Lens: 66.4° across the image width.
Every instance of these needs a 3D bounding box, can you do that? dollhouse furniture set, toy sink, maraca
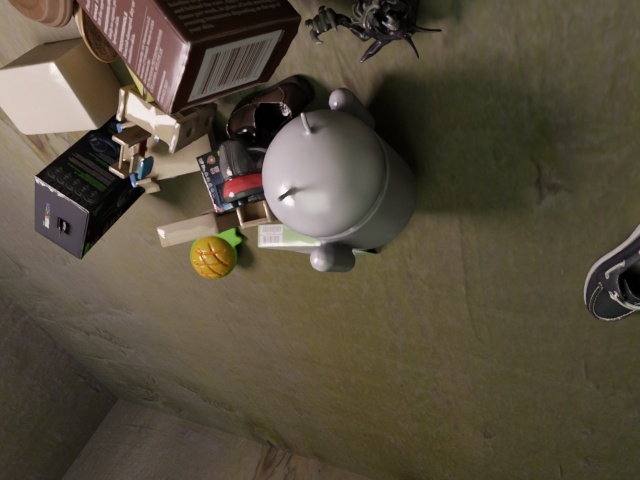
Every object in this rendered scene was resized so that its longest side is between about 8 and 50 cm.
[{"bbox_3d":[-0.306,-0.202,0.953,0.129,0.129,0.183,32,128,4],"label":"dollhouse furniture set"},{"bbox_3d":[-0.568,-0.331,1.055,0.234,0.131,0.152,1,135,24],"label":"toy sink"},{"bbox_3d":[-0.281,0.027,1.317,0.127,0.099,0.185,23,118,-9],"label":"maraca"},{"bbox_3d":[-0.246,-0.169,1.096,0.287,0.198,0.303,-12,98,13],"label":"dollhouse furniture set"}]

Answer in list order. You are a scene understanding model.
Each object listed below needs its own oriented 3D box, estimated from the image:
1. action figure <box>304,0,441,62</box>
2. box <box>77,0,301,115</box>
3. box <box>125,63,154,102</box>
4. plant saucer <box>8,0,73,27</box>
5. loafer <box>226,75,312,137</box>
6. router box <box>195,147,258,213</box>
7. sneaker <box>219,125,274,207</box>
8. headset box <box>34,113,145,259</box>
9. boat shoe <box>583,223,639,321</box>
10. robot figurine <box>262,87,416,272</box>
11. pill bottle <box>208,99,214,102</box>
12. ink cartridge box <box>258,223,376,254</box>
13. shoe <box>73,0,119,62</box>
[{"bbox_3d":[0.040,-0.343,0.661,0.276,0.141,0.164,37,130,-8],"label":"action figure"},{"bbox_3d":[-0.227,-0.371,0.653,0.381,0.191,0.143,53,142,4],"label":"box"},{"bbox_3d":[-0.321,-0.359,0.831,0.232,0.058,0.087,61,155,7],"label":"box"},{"bbox_3d":[-0.536,-0.509,0.848,0.278,0.041,0.277,28,142,25],"label":"plant saucer"},{"bbox_3d":[-0.114,-0.236,0.923,0.220,0.078,0.080,-20,121,44],"label":"loafer"},{"bbox_3d":[-0.180,-0.124,0.968,0.092,0.038,0.122,-19,96,13],"label":"router box"},{"bbox_3d":[-0.101,-0.148,0.909,0.098,0.276,0.135,-16,96,23],"label":"sneaker"},{"bbox_3d":[-0.527,-0.123,1.143,0.131,0.283,0.246,36,141,-9],"label":"headset box"},{"bbox_3d":[0.548,0.064,0.845,0.114,0.091,0.302,17,141,15],"label":"boat shoe"},{"bbox_3d":[0.037,-0.094,0.820,0.200,0.299,0.353,1,174,27],"label":"robot figurine"},{"bbox_3d":[-0.218,-0.338,0.850,0.108,0.108,0.180,21,142,10],"label":"pill bottle"},{"bbox_3d":[0.000,0.000,1.088,0.171,0.056,0.235,-2,175,34],"label":"ink cartridge box"},{"bbox_3d":[-0.426,-0.441,0.906,0.058,0.077,0.219,50,155,35],"label":"shoe"}]
